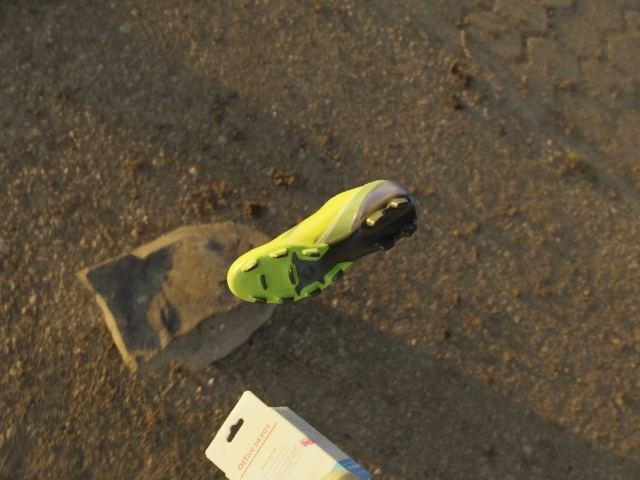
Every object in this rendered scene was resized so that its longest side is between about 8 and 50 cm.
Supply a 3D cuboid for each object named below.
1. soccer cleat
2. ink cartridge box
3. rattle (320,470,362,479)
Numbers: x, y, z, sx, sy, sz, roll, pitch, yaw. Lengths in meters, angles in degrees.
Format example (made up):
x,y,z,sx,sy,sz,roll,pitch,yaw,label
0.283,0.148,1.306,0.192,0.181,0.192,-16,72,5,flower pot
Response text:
x,y,z,sx,sy,sz,roll,pitch,yaw,label
0.001,0.001,1.064,0.289,0.093,0.121,-26,30,-10,soccer cleat
-0.041,0.279,0.933,0.181,0.061,0.104,35,93,23,ink cartridge box
0.003,0.311,0.821,0.199,0.142,0.130,1,68,-62,rattle
